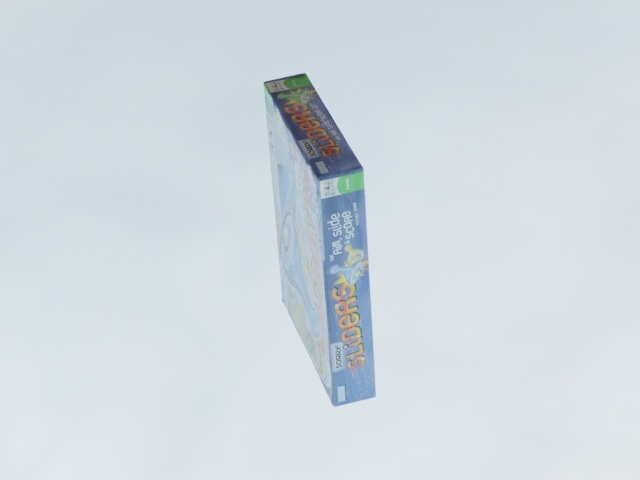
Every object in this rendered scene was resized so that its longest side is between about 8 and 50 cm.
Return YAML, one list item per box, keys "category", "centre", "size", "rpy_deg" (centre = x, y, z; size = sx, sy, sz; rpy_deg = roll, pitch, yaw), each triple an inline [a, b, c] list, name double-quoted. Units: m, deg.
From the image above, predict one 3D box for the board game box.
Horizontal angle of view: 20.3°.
- category: "board game box"
  centre: [0.000, 0.000, 1.286]
  size: [0.035, 0.201, 0.136]
  rpy_deg: [-13, -144, -12]
